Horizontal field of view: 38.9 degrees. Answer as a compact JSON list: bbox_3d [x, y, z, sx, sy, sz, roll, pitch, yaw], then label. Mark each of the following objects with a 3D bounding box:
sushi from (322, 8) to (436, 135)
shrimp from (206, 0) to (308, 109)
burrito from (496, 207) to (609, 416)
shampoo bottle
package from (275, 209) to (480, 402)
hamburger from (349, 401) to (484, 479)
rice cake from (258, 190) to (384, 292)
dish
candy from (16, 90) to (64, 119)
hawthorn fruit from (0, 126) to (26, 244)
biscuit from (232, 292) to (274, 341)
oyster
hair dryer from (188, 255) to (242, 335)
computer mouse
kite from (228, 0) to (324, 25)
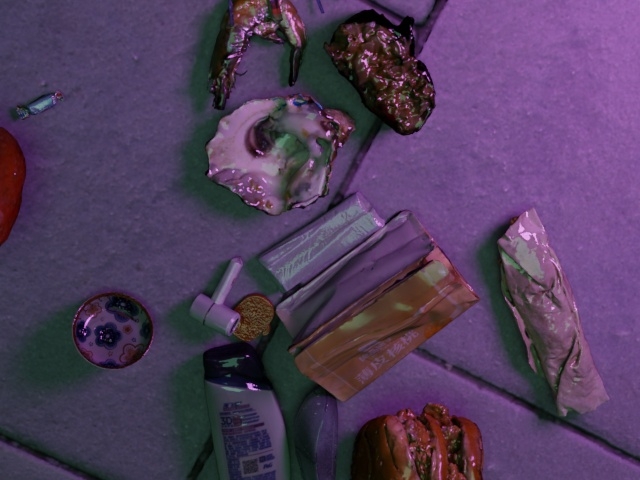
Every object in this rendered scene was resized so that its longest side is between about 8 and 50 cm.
[{"bbox_3d":[0.115,-0.280,1.479,0.147,0.115,0.212,-35,101,8],"label":"sushi"},{"bbox_3d":[-0.104,-0.307,1.504,0.150,0.051,0.217,20,99,-13],"label":"shrimp"},{"bbox_3d":[0.400,0.136,1.604,0.117,0.076,0.392,-22,103,5],"label":"burrito"},{"bbox_3d":[-0.127,0.364,1.649,0.134,0.078,0.359,-8,103,-3],"label":"shampoo bottle"},{"bbox_3d":[0.100,0.130,1.552,0.311,0.165,0.221,-36,102,8],"label":"package"},{"bbox_3d":[0.171,0.429,1.601,0.211,0.245,0.260,8,142,-12],"label":"hamburger"},{"bbox_3d":[0.001,0.000,1.582,0.222,0.042,0.080,-34,97,8],"label":"rice cake"},{"bbox_3d":[-0.371,0.168,1.606,0.141,0.078,0.141,6,68,-16],"label":"dish"},{"bbox_3d":[-0.473,-0.231,1.527,0.083,0.020,0.030,-27,106,4],"label":"candy"},{"bbox_3d":[-0.593,-0.085,1.440,0.258,0.258,0.261,-22,80,4],"label":"hawthorn fruit"},{"bbox_3d":[-0.121,0.140,1.626,0.078,0.015,0.091,43,99,-11],"label":"biscuit"},{"bbox_3d":[-0.074,-0.153,1.524,0.223,0.083,0.214,25,99,-1],"label":"oyster"},{"bbox_3d":[-0.166,0.092,1.596,0.082,0.047,0.137,26,90,10],"label":"hair dryer"},{"bbox_3d":[-0.016,0.373,1.639,0.068,0.113,0.228,0,100,-17],"label":"computer mouse"},{"bbox_3d":[-0.083,-0.431,1.473,0.183,0.010,0.160,-11,90,-14],"label":"kite"}]
